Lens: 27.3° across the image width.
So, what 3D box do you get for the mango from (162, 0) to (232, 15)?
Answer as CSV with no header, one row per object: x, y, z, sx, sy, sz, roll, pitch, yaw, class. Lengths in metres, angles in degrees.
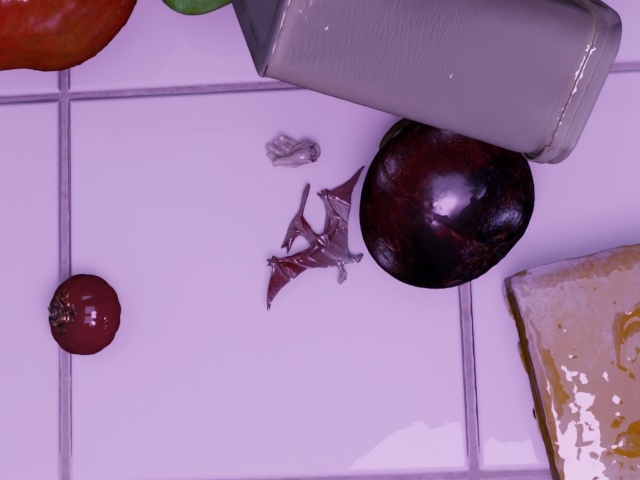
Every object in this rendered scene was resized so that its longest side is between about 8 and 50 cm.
-0.078,-0.442,1.621,0.225,0.201,0.382,33,88,0,mango

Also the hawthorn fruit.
-0.357,-0.334,1.561,0.287,0.330,0.287,0,91,-4,hawthorn fruit

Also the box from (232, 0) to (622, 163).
0.097,-0.248,1.449,0.344,0.352,0.177,12,112,-15,box

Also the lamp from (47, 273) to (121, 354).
-0.288,0.090,1.607,0.101,0.090,0.101,-6,80,37,lamp

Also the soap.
0.404,0.142,1.520,0.335,0.156,0.293,-12,85,3,soap

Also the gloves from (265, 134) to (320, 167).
-0.031,-0.107,1.644,0.081,0.037,0.044,14,45,21,gloves

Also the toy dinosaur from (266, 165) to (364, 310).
0.000,0.000,1.630,0.108,0.032,0.220,33,75,12,toy dinosaur

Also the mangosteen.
0.142,-0.059,1.543,0.216,0.216,0.216,-1,81,4,mangosteen
